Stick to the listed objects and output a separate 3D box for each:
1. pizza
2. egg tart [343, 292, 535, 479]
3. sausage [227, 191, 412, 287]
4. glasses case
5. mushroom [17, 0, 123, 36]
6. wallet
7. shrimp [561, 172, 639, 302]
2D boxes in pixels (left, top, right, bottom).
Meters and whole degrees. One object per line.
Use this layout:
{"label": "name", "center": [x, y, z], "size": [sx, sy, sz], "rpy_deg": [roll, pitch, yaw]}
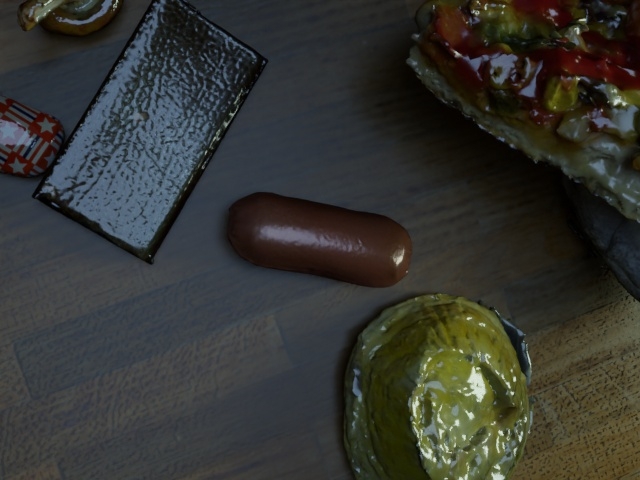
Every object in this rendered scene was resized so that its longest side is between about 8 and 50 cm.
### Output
{"label": "pizza", "center": [0.335, -0.139, 0.785], "size": [0.440, 0.130, 0.406], "rpy_deg": [-18, 65, -27]}
{"label": "egg tart", "center": [0.131, 0.174, 0.842], "size": [0.232, 0.098, 0.252], "rpy_deg": [33, 78, -13]}
{"label": "sausage", "center": [0.000, 0.000, 0.827], "size": [0.194, 0.077, 0.077], "rpy_deg": [10, 86, -12]}
{"label": "glasses case", "center": [-0.342, -0.115, 0.767], "size": [0.194, 0.049, 0.073], "rpy_deg": [21, 84, -11]}
{"label": "mushroom", "center": [-0.250, -0.230, 0.776], "size": [0.088, 0.073, 0.129], "rpy_deg": [58, 44, -19]}
{"label": "wallet", "center": [-0.165, -0.113, 0.810], "size": [0.133, 0.039, 0.243], "rpy_deg": [31, 83, -19]}
{"label": "shrimp", "center": [0.337, -0.049, 0.877], "size": [0.145, 0.116, 0.343], "rpy_deg": [-36, 84, -9]}
